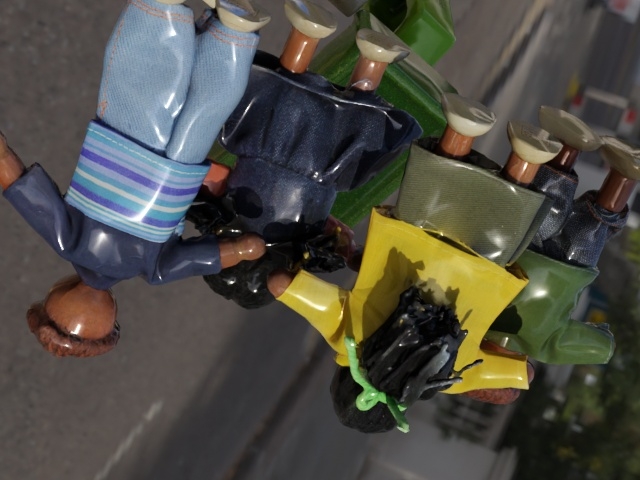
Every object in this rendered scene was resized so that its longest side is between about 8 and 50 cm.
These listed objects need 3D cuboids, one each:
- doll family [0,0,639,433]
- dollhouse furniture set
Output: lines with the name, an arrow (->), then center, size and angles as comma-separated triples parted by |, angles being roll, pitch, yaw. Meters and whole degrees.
doll family -> 0.000, 0.000, 0.391 | 0.076, 0.193, 0.111 | -67, -178, -69
dollhouse furniture set -> -0.070, -0.159, 0.831 | 0.151, 0.301, 0.198 | -38, -151, 26
